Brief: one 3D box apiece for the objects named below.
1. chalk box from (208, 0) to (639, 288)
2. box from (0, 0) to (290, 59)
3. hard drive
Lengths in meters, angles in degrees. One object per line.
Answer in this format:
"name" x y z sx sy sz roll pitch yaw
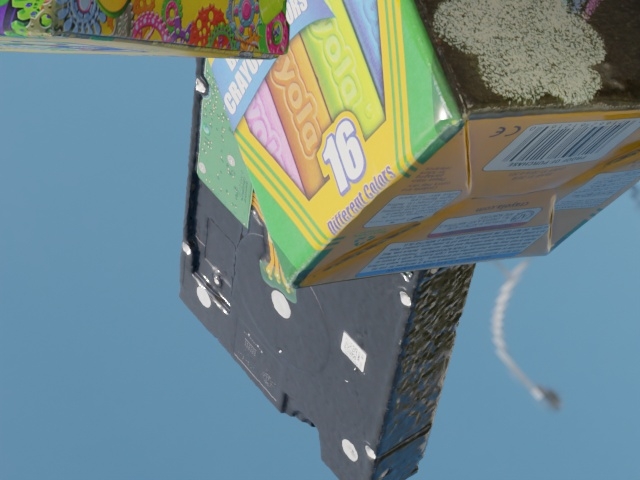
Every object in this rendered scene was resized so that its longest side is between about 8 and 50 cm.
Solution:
"chalk box" 0.047 -0.148 0.950 0.180 0.179 0.289 -6 -114 -32
"box" -0.168 -0.223 0.753 0.177 0.279 0.290 -5 -82 -64
"hard drive" 0.000 0.000 1.279 0.064 0.339 0.237 -29 -121 -27
